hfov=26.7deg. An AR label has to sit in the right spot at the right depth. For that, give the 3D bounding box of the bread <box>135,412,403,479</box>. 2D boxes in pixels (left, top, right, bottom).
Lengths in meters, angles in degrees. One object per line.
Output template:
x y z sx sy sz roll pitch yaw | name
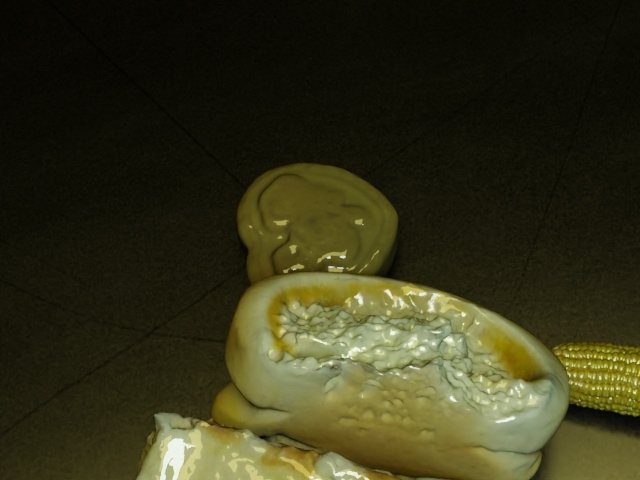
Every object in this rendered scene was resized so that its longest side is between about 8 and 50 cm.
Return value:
-0.034 0.386 1.516 0.371 0.390 0.279 12 74 11 | bread

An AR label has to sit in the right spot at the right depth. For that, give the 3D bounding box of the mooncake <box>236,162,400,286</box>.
0.000 0.000 1.877 0.235 0.117 0.234 -4 62 7 | mooncake

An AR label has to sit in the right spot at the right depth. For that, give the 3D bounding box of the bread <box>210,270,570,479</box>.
0.087 0.187 1.658 0.424 0.329 0.245 13 97 -4 | bread

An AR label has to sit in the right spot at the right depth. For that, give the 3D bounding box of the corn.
0.431 0.187 1.753 0.293 0.106 0.106 4 64 13 | corn
